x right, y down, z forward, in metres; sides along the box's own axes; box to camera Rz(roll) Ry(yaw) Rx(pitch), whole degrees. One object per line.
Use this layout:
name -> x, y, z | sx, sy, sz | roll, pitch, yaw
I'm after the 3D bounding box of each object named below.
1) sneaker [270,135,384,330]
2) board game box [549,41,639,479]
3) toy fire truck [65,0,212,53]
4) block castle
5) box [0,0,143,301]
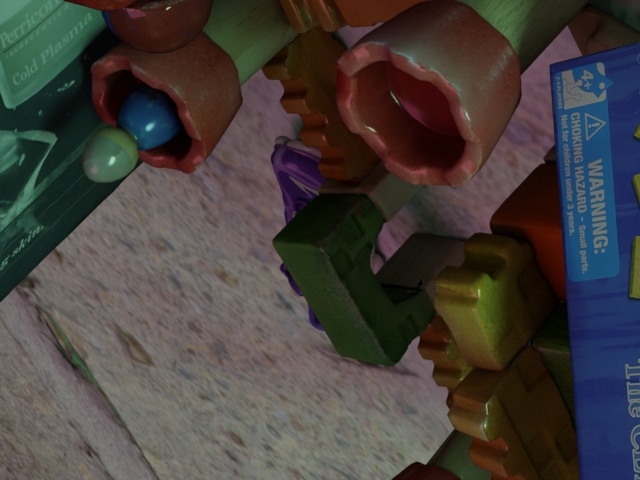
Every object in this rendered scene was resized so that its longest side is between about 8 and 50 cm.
sneaker -> 0.000, 0.000, 1.050 | 0.068, 0.071, 0.170 | 18, 141, 38
board game box -> 0.242, 0.056, 0.569 | 0.318, 0.066, 0.318 | -11, 80, 45
toy fire truck -> -0.043, -0.215, 0.597 | 0.169, 0.302, 0.254 | 19, 139, 29
block castle -> 0.080, 0.050, 0.872 | 0.303, 0.213, 0.453 | 6, 133, 48
box -> -0.303, -0.147, 0.814 | 0.297, 0.480, 0.472 | 33, 150, 14
